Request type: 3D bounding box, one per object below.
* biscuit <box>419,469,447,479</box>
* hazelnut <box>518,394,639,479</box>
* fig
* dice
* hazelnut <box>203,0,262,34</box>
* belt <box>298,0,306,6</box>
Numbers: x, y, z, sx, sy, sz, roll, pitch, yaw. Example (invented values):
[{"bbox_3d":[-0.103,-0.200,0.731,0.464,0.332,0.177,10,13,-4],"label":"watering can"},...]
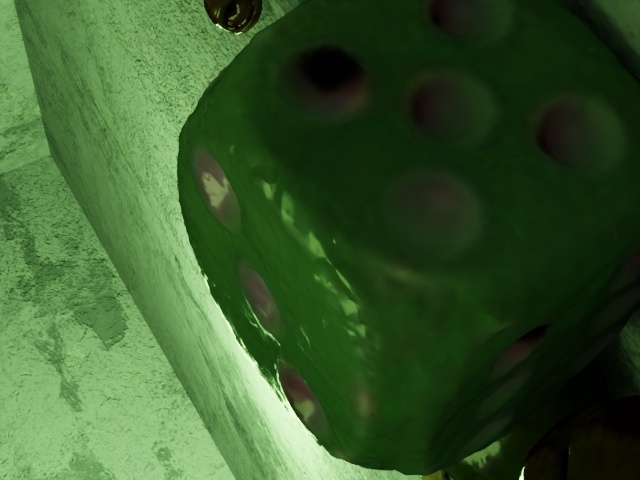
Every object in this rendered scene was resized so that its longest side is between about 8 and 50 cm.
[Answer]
[{"bbox_3d":[0.113,0.238,2.069,0.232,0.013,0.237,46,153,49],"label":"biscuit"},{"bbox_3d":[0.281,0.239,1.210,0.251,0.217,0.217,7,120,65],"label":"hazelnut"},{"bbox_3d":[0.201,0.169,1.460,0.195,0.195,0.245,60,-163,19],"label":"fig"},{"bbox_3d":[0.087,-0.014,1.221,0.330,0.318,0.322,53,158,22],"label":"dice"},{"bbox_3d":[-0.111,-0.311,1.899,0.086,0.086,0.086,56,161,31],"label":"hazelnut"},{"bbox_3d":[-0.028,-0.355,1.546,0.302,0.087,0.072,67,160,-4],"label":"belt"}]
